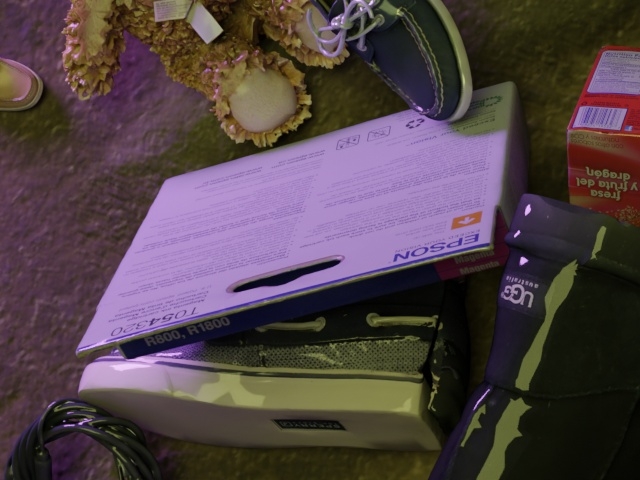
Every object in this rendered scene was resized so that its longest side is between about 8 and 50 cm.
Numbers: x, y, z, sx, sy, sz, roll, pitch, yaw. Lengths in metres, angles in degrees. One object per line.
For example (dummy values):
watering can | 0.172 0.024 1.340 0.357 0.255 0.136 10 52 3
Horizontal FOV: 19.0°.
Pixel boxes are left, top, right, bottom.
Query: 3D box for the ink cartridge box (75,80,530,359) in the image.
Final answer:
ink cartridge box | 0.000 0.000 1.497 0.324 0.330 0.071 -15 113 15

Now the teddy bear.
teddy bear | -0.123 -0.224 1.686 0.338 0.113 0.245 18 93 12

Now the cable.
cable | -0.203 0.221 1.639 0.151 0.047 0.184 -9 103 30

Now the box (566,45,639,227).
box | 0.328 -0.060 1.469 0.257 0.122 0.128 6 39 18

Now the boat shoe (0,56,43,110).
boat shoe | -0.321 -0.154 1.757 0.135 0.045 0.050 16 86 19

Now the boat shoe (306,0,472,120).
boat shoe | 0.034 -0.197 1.552 0.254 0.079 0.095 61 141 19

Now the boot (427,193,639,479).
boot | 0.197 0.227 1.385 0.146 0.367 0.445 16 86 53

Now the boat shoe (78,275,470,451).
boat shoe | -0.031 0.083 1.601 0.341 0.127 0.158 2 64 19
